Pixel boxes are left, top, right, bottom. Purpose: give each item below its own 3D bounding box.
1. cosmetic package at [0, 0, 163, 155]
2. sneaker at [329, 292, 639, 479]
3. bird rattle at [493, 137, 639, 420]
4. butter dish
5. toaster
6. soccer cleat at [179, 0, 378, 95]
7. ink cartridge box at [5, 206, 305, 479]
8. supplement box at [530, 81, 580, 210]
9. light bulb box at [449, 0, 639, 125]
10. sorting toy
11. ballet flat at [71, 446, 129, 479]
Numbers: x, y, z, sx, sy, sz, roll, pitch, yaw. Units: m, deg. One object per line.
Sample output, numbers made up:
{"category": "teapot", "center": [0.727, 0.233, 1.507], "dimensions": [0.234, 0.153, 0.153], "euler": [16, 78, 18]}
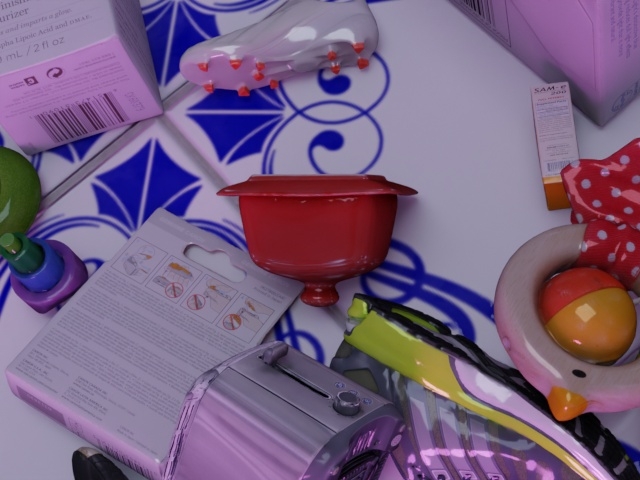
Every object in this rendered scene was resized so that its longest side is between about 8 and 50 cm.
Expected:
{"category": "cosmetic package", "center": [-0.259, -0.212, 1.298], "dimensions": [0.151, 0.151, 0.183], "euler": [-18, 65, 3]}
{"category": "sneaker", "center": [0.132, 0.163, 1.097], "dimensions": [0.300, 0.111, 0.121], "euler": [32, 103, 17]}
{"category": "bird rattle", "center": [0.239, 0.044, 1.065], "dimensions": [0.207, 0.143, 0.253], "euler": [-15, 70, -20]}
{"category": "butter dish", "center": [0.000, 0.000, 1.175], "dimensions": [0.160, 0.160, 0.118], "euler": [1, 91, 12]}
{"category": "toaster", "center": [-0.038, 0.191, 1.074], "dimensions": [0.146, 0.227, 0.129], "euler": [34, 35, 26]}
{"category": "soccer cleat", "center": [-0.041, -0.193, 1.295], "dimensions": [0.196, 0.068, 0.076], "euler": [-9, 61, 1]}
{"category": "ink cartridge box", "center": [-0.146, 0.093, 1.215], "dimensions": [0.181, 0.056, 0.224], "euler": [27, 57, 21]}
{"category": "supplement box", "center": [0.213, -0.085, 1.193], "dimensions": [0.036, 0.062, 0.098], "euler": [-8, 66, 11]}
{"category": "light bulb box", "center": [0.259, -0.372, 1.212], "dimensions": [0.361, 0.225, 0.358], "euler": [-41, 65, -7]}
{"category": "sorting toy", "center": [-0.365, -0.073, 1.271], "dimensions": [0.127, 0.126, 0.365], "euler": [-44, 62, -8]}
{"category": "ballet flat", "center": [-0.155, 0.242, 1.152], "dimensions": [0.173, 0.057, 0.049], "euler": [41, 45, 21]}
